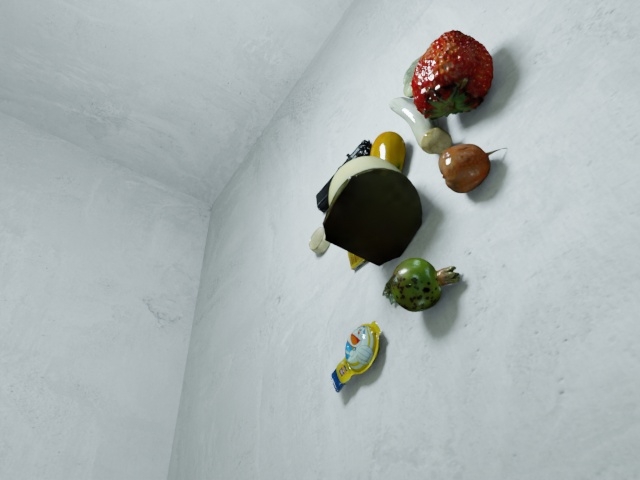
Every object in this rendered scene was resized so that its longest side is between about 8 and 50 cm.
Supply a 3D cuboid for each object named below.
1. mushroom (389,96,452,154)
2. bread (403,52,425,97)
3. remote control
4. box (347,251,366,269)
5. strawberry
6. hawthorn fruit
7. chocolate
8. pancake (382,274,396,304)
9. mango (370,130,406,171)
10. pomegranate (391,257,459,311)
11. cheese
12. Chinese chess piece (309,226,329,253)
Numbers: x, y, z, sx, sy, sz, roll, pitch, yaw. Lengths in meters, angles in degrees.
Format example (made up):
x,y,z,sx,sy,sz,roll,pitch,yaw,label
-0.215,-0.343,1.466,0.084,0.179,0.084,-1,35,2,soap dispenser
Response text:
x,y,z,sx,sy,sz,roll,pitch,yaw,label
0.363,-0.416,1.747,0.329,0.159,0.122,-103,5,-48,mushroom
0.425,-0.681,1.966,0.286,0.056,0.208,-23,46,56,bread
0.101,-0.296,2.238,0.399,0.062,0.145,-48,31,32,remote control
0.163,0.041,1.855,0.156,0.022,0.089,-43,49,40,box
0.430,-0.560,1.615,0.238,0.249,0.289,-17,70,55,strawberry
0.438,-0.232,1.448,0.189,0.149,0.149,-51,29,36,hawthorn fruit
0.169,-0.128,1.710,0.326,0.313,0.297,-62,18,13,chocolate
0.255,0.155,1.604,0.116,0.022,0.129,-59,26,9,pancake
0.261,-0.321,1.890,0.151,0.120,0.221,-17,61,56,mango
0.302,0.126,1.413,0.204,0.159,0.159,-21,46,23,pomegranate
0.118,0.387,1.610,0.270,0.069,0.177,-58,27,17,cheese
0.000,0.000,2.192,0.122,0.051,0.122,-41,34,37,Chinese chess piece
